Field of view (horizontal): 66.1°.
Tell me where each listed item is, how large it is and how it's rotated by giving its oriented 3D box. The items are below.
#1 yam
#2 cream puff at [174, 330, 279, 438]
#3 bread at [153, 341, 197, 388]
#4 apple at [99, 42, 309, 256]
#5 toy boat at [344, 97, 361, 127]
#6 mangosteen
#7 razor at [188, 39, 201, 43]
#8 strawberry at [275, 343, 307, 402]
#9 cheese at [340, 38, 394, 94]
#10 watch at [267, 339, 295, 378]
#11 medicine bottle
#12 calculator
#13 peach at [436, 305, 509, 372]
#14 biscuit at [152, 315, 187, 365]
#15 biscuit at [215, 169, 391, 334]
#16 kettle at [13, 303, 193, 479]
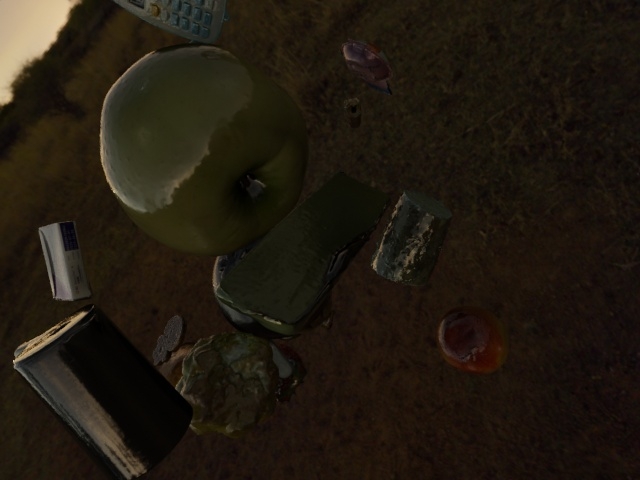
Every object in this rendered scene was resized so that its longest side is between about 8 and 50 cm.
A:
[{"bbox_3d":[0.340,0.000,1.837,0.241,0.241,0.348,-119,41,-55],"label":"yam"},{"bbox_3d":[-0.237,0.363,1.257,0.185,0.282,0.281,-39,28,62],"label":"cream puff"},{"bbox_3d":[-0.407,0.454,1.702,0.194,0.340,0.179,-9,57,51],"label":"bread"},{"bbox_3d":[-0.261,-0.202,1.093,0.474,0.474,0.473,-32,38,29],"label":"apple"},{"bbox_3d":[0.135,-0.513,2.018,0.068,0.226,0.088,-9,78,3],"label":"toy boat"},{"bbox_3d":[-0.120,0.133,1.530,0.382,0.435,0.382,-17,60,32],"label":"mangosteen"},{"bbox_3d":[-0.419,-0.586,1.520,0.106,0.068,0.232,35,75,20],"label":"razor"},{"bbox_3d":[-0.218,0.534,2.074,0.288,0.250,0.238,22,39,27],"label":"strawberry"},{"bbox_3d":[0.155,-0.537,1.537,0.189,0.286,0.074,31,90,27],"label":"cheese"},{"bbox_3d":[-0.163,0.375,1.650,0.068,0.206,0.193,-41,15,-9],"label":"watch"},{"bbox_3d":[-0.656,0.055,1.265,0.171,0.052,0.201,-4,98,45],"label":"medicine bottle"},{"bbox_3d":[-0.439,-0.729,1.422,0.256,0.386,0.054,120,173,-50],"label":"calculator"},{"bbox_3d":[0.485,0.318,1.571,0.231,0.231,0.231,-32,38,29],"label":"peach"},{"bbox_3d":[-0.469,0.313,1.541,0.175,0.026,0.124,-52,39,14],"label":"biscuit"},{"bbox_3d":[0.000,0.000,0.560,0.322,0.099,0.038,-50,-20,-54],"label":"biscuit"},{"bbox_3d":[-0.440,0.295,0.996,0.203,0.308,0.262,-41,18,-26],"label":"kettle"}]
